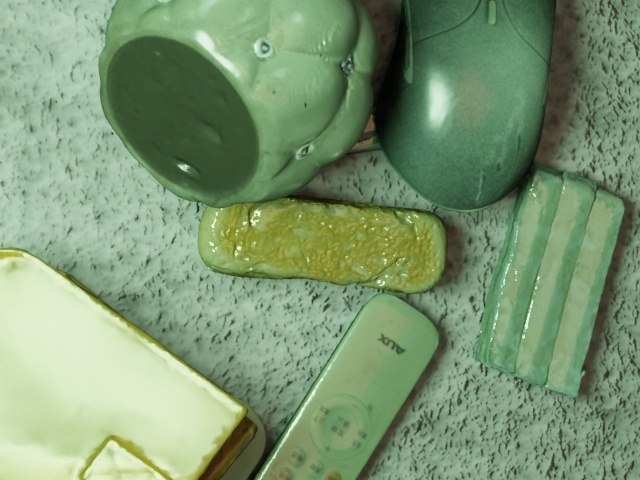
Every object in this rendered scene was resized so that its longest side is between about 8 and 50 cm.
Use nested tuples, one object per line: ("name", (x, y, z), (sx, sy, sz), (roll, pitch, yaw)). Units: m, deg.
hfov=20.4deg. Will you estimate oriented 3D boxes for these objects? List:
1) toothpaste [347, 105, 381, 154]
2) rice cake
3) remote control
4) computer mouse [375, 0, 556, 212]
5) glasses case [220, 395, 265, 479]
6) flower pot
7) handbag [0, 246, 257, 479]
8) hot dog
("toothpaste", (0.100, -0.111, 1.712), (0.197, 0.029, 0.048), (-4, 88, -15))
("rice cake", (0.229, 0.038, 1.752), (0.124, 0.038, 0.211), (21, 86, -17))
("remote control", (0.004, 0.193, 1.691), (0.090, 0.038, 0.309), (36, 83, -15))
("computer mouse", (0.147, -0.215, 1.676), (0.167, 0.090, 0.379), (5, 81, -14))
("glasses case", (-0.128, 0.230, 1.631), (0.204, 0.051, 0.081), (-48, 111, -23))
("flower pot", (-0.069, -0.154, 1.550), (0.246, 0.246, 0.195), (54, 46, -12))
("handbag", (-0.271, 0.235, 1.519), (0.283, 0.133, 0.401), (36, 81, 11))
("hot dog", (0.000, 0.000, 1.662), (0.242, 0.073, 0.084), (5, 93, -17))
